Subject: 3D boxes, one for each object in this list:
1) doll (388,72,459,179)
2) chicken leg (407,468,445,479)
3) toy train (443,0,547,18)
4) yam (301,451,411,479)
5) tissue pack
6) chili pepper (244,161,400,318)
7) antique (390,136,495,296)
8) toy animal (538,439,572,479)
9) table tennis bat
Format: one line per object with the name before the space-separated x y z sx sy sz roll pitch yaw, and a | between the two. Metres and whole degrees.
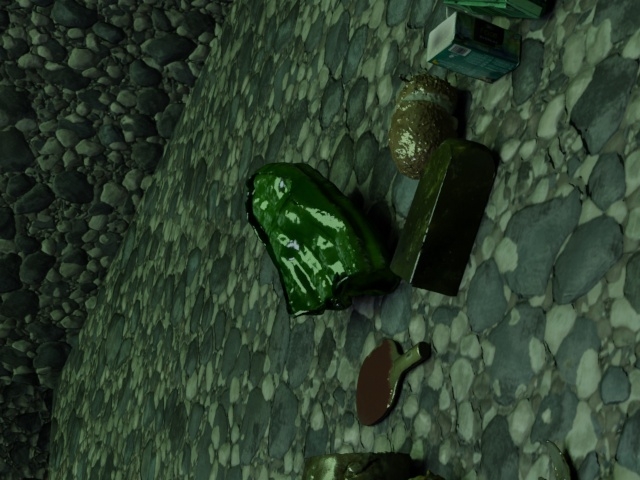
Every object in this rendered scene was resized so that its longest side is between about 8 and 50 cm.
doll | 0.158 -0.149 1.945 0.105 0.115 0.221 -27 58 51
chicken leg | 0.155 0.387 1.625 0.103 0.088 0.228 -46 31 25
toy train | 0.230 -0.392 1.834 0.269 0.154 0.115 -148 72 -69
yam | 0.039 0.442 1.787 0.168 0.168 0.304 145 137 -60
tissue pack | 0.221 -0.287 1.848 0.085 0.111 0.079 148 133 -62
chili pepper | 0.008 0.003 2.154 0.385 0.167 0.213 -129 40 -50
antique | 0.181 -0.039 1.841 0.080 0.081 0.221 36 110 66
toy animal | 0.247 0.324 1.419 0.155 0.095 0.219 -60 25 26
table tennis bat | 0.105 0.205 1.963 0.234 0.022 0.131 134 145 -55
